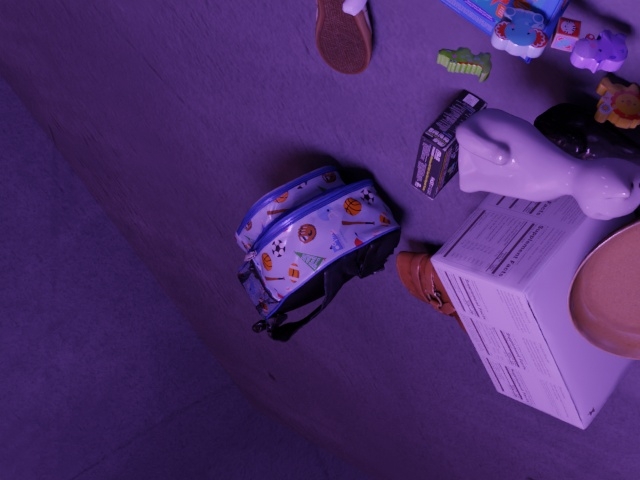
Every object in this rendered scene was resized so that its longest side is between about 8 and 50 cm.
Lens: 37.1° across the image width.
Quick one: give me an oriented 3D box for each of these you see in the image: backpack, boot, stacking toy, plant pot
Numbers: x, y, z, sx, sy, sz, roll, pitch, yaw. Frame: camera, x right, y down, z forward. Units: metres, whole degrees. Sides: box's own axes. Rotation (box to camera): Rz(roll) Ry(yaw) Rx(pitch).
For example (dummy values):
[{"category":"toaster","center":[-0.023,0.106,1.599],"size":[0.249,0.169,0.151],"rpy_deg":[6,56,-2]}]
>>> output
[{"category":"backpack","center":[0.000,0.000,1.537],"size":[0.213,0.276,0.263],"rpy_deg":[56,154,0]},{"category":"boot","center":[0.208,0.045,1.467],"size":[0.220,0.109,0.283],"rpy_deg":[27,162,42]},{"category":"stacking toy","center":[0.229,-0.189,0.924],"size":[0.221,0.052,0.167],"rpy_deg":[14,156,5]},{"category":"plant pot","center":[0.391,0.045,1.058],"size":[0.236,0.032,0.236],"rpy_deg":[0,133,0]}]

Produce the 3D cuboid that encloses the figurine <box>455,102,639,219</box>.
[{"category":"figurine","center":[0.274,-0.075,0.961],"size":[0.209,0.215,0.092],"rpy_deg":[22,113,44]}]

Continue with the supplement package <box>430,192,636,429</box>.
[{"category":"supplement package","center":[0.292,0.061,1.186],"size":[0.145,0.204,0.262],"rpy_deg":[21,150,47]}]

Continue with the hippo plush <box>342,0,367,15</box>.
[{"category":"hippo plush","center":[0.087,-0.386,0.776],"size":[0.236,0.234,0.294],"rpy_deg":[-117,17,-48]}]

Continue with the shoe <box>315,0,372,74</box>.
[{"category":"shoe","center":[0.029,-0.291,1.188],"size":[0.077,0.058,0.219],"rpy_deg":[12,153,16]}]

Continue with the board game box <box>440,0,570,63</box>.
[{"category":"board game box","center":[0.182,-0.289,0.930],"size":[0.160,0.047,0.210],"rpy_deg":[38,159,9]}]

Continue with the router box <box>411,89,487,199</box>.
[{"category":"router box","center":[0.162,-0.120,1.218],"size":[0.038,0.092,0.122],"rpy_deg":[36,157,16]}]
